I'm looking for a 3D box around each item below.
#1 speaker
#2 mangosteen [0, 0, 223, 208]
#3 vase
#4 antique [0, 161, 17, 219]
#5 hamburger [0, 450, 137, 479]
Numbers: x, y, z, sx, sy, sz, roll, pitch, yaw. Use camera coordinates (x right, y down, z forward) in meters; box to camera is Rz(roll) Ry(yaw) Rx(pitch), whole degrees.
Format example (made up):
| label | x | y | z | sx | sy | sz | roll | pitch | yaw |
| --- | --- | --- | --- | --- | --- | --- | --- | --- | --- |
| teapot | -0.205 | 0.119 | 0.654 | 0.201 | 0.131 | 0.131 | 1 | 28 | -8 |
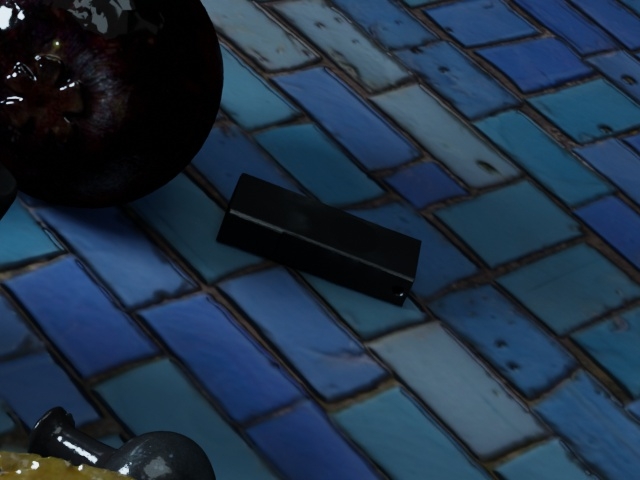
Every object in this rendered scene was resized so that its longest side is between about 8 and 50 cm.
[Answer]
| label | x | y | z | sx | sy | sz | roll | pitch | yaw |
| --- | --- | --- | --- | --- | --- | --- | --- | --- | --- |
| speaker | 0.000 | 0.000 | 1.897 | 0.218 | 0.044 | 0.082 | 21 | 36 | -3 |
| mangosteen | -0.242 | -0.184 | 1.803 | 0.297 | 0.297 | 0.293 | 31 | 39 | 10 |
| vase | -0.176 | 0.205 | 1.499 | 0.183 | 0.120 | 0.120 | 26 | 33 | 30 |
| antique | -0.460 | -0.029 | 1.522 | 0.322 | 0.255 | 0.185 | 39 | 27 | 10 |
| hamburger | -0.224 | 0.281 | 1.270 | 0.329 | 0.162 | 0.209 | 6 | 53 | 7 |
